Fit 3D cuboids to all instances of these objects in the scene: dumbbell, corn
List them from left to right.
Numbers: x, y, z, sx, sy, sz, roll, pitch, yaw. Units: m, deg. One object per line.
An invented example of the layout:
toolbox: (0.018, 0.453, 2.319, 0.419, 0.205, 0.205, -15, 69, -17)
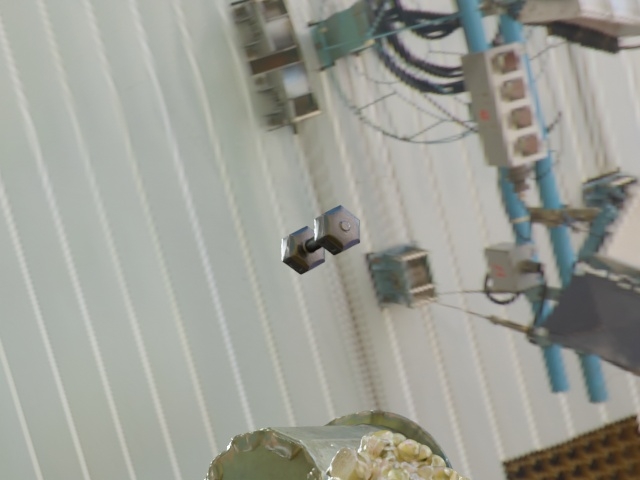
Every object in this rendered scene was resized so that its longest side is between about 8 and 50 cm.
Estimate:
dumbbell: (0.000, 0.000, 1.122, 0.040, 0.083, 0.036, -26, -92, -34)
corn: (0.116, 0.217, 0.909, 0.288, 0.086, 0.086, 34, -98, -27)

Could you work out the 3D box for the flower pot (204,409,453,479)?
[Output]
flower pot: (-0.004, 0.263, 1.282, 0.202, 0.212, 0.212, 15, -93, -54)
